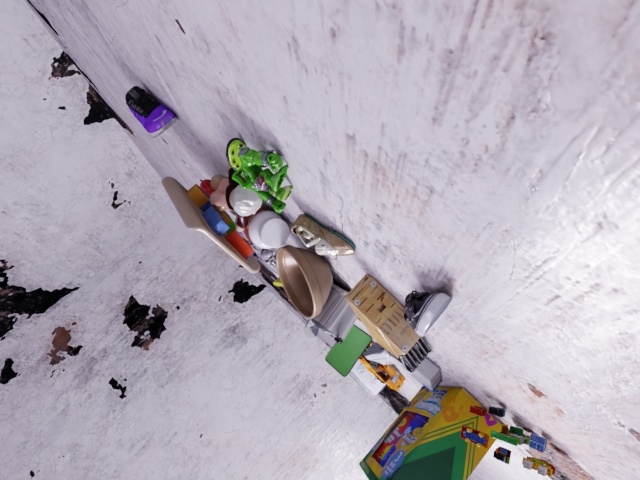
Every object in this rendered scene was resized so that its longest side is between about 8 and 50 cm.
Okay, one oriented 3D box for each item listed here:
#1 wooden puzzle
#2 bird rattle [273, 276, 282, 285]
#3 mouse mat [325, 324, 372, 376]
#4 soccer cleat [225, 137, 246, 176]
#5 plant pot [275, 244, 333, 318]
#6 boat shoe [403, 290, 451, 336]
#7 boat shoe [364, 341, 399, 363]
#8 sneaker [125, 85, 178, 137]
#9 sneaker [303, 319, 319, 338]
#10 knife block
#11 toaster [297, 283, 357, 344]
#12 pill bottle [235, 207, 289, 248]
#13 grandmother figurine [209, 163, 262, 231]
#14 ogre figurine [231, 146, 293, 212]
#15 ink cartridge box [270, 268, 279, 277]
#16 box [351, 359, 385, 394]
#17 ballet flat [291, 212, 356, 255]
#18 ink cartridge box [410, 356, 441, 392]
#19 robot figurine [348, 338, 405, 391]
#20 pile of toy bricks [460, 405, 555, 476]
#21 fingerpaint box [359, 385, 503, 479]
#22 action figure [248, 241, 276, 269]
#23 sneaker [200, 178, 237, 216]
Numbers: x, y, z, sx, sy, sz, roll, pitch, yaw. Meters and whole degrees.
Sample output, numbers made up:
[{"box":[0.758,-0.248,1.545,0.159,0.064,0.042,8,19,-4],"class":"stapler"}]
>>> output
[{"box":[-0.361,-0.066,1.507,0.322,0.080,0.348,49,-177,40],"class":"wooden puzzle"},{"box":[-0.039,0.165,1.650,0.253,0.143,0.207,32,178,0],"class":"bird rattle"},{"box":[0.110,0.436,1.743,0.007,0.190,0.152,44,170,-35],"class":"mouse mat"},{"box":[-0.221,-0.219,1.125,0.072,0.060,0.179,44,169,13],"class":"soccer cleat"},{"box":[-0.037,0.113,1.350,0.237,0.109,0.237,47,150,38],"class":"plant pot"},{"box":[0.204,0.137,0.878,0.076,0.080,0.228,39,172,18],"class":"boat shoe"},{"box":[0.226,0.421,1.583,0.076,0.083,0.226,46,165,2],"class":"boat shoe"},{"box":[-0.588,-0.442,1.462,0.293,0.102,0.146,29,158,49],"class":"sneaker"},{"box":[0.011,0.287,1.831,0.086,0.163,0.226,32,124,2],"class":"sneaker"},{"box":[0.180,0.234,1.177,0.275,0.088,0.242,43,165,8],"class":"knife block"},{"box":[0.037,0.228,1.422,0.129,0.146,0.227,40,171,-31],"class":"toaster"},{"box":[-0.186,-0.042,1.389,0.121,0.121,0.216,53,164,-27],"class":"pill bottle"},{"box":[-0.258,-0.126,1.305,0.342,0.104,0.208,17,127,66],"class":"grandmother figurine"},{"box":[-0.133,-0.147,0.999,0.118,0.097,0.197,30,174,12],"class":"ogre figurine"},{"box":[-0.084,0.250,2.035,0.296,0.066,0.261,55,167,-32],"class":"ink cartridge box"},{"box":[0.216,0.629,2.123,0.231,0.126,0.262,44,165,14],"class":"box"},{"box":[0.000,0.000,1.080,0.206,0.067,0.073,32,160,43],"class":"ballet flat"},{"box":[0.317,0.399,1.322,0.088,0.052,0.122,35,164,35],"class":"ink cartridge box"},{"box":[0.220,0.501,1.825,0.291,0.085,0.211,50,165,-18],"class":"robot figurine"},{"box":[0.465,0.479,1.064,0.212,0.118,0.105,8,171,43],"class":"pile of toy bricks"},{"box":[0.318,0.649,1.364,0.163,0.371,0.445,43,166,11],"class":"fingerpaint box"},{"box":[-0.268,0.044,1.942,0.185,0.099,0.285,58,159,-18],"class":"action figure"},{"box":[-0.359,-0.187,1.608,0.221,0.087,0.128,30,154,11],"class":"sneaker"}]
